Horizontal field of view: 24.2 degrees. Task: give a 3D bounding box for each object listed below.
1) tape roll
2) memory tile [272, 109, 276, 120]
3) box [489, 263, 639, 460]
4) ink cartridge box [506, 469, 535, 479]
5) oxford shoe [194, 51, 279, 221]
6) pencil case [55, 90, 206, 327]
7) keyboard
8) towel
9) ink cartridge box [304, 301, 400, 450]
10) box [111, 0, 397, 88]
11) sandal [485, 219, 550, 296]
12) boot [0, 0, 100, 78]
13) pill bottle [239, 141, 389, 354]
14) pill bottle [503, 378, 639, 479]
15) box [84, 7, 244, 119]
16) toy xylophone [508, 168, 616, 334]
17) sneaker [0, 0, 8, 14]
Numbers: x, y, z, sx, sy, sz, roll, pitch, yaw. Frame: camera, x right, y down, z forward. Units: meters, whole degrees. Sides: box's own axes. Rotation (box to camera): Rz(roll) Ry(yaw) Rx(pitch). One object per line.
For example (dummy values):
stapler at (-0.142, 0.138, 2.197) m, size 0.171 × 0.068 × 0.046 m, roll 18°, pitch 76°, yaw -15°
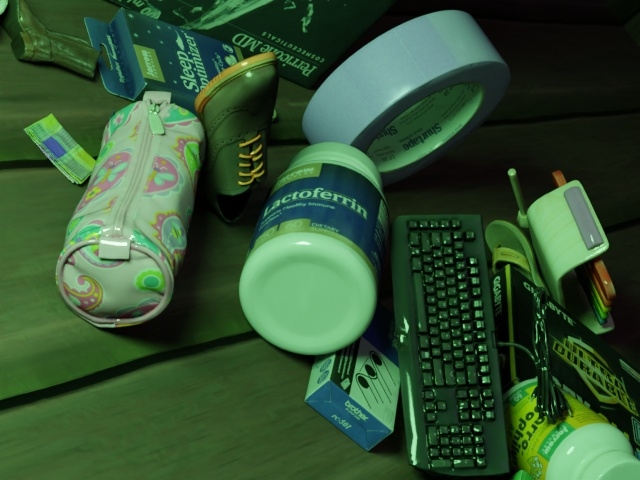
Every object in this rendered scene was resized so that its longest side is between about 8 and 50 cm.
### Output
tape roll at (0.114, -0.181, 1.977) m, size 0.274 × 0.275 × 0.090 m, roll -1°, pitch 54°, yaw -55°
memory tile at (-0.115, -0.177, 1.929) m, size 0.113 × 0.012 × 0.148 m, roll 44°, pitch 27°, yaw -6°
box at (0.347, 0.213, 2.013) m, size 0.322 × 0.079 × 0.257 m, roll 38°, pitch 31°, yaw -19°
ink cartridge box at (0.230, 0.373, 1.620) m, size 0.153 × 0.087 × 0.208 m, roll 45°, pitch 26°, yaw -5°
oxford shoe at (-0.083, -0.113, 1.642) m, size 0.096 × 0.271 × 0.098 m, roll -23°, pitch 72°, yaw -22°
pencil case at (-0.188, -0.037, 1.519) m, size 0.124 × 0.124 × 0.284 m, roll 37°, pitch 32°, yaw -20°
keyboard at (0.187, 0.117, 1.722) m, size 0.201 × 0.033 × 0.317 m, roll 1°, pitch 68°, yaw -12°
towel at (-0.275, -0.098, 1.597) m, size 0.083 × 0.009 × 0.060 m, roll 47°, pitch 28°, yaw -2°
ink cartridge box at (0.044, 0.138, 1.707) m, size 0.097 × 0.046 × 0.207 m, roll 40°, pitch 28°, yaw -16°
box at (-0.063, -0.514, 1.945) m, size 0.479 × 0.472 × 0.297 m, roll 18°, pitch 40°, yaw -44°
sandal at (0.278, 0.044, 2.160) m, size 0.049 × 0.072 × 0.180 m, roll -2°, pitch 56°, yaw -29°
boot at (-0.308, -0.239, 1.705) m, size 0.114 × 0.037 × 0.106 m, roll 7°, pitch 61°, yaw -48°
pill bottle at (0.000, 0.000, 1.709) m, size 0.153 × 0.153 × 0.265 m, roll 40°, pitch 27°, yaw -15°
pill bottle at (0.295, 0.253, 1.755) m, size 0.117 × 0.118 × 0.208 m, roll 30°, pitch 4°, yaw -30°
box at (-0.177, -0.211, 1.840) m, size 0.225 × 0.036 × 0.136 m, roll 13°, pitch 43°, yaw -38°
toy xylophone at (0.351, 0.013, 2.144) m, size 0.323 × 0.081 × 0.236 m, roll 62°, pitch 8°, yaw -70°
sneaker at (-0.370, -0.255, 1.642) m, size 0.037 × 0.032 × 0.083 m, roll 35°, pitch 29°, yaw -24°
